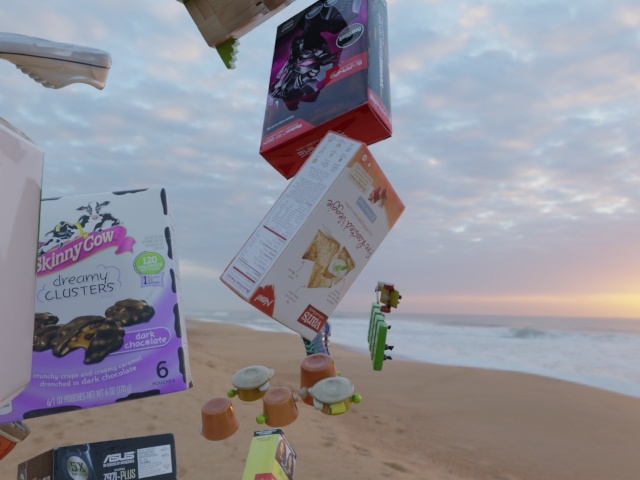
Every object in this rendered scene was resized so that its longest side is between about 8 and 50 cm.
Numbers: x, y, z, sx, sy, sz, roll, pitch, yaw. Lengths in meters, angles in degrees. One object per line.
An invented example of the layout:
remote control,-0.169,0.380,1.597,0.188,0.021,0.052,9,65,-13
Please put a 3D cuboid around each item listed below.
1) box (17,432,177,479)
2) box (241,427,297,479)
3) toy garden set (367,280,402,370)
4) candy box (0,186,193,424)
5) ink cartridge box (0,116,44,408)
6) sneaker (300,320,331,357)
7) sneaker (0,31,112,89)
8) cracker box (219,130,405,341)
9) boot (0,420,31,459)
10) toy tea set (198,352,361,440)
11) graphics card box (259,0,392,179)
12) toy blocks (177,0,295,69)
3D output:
box,-0.333,0.350,0.740,0.180,0.077,0.147,12,-34,-44
box,-0.094,0.434,0.813,0.058,0.087,0.232,-14,28,15
toy garden set,0.163,0.194,1.260,0.049,0.203,0.244,7,7,1
candy box,-0.218,0.057,0.470,0.165,0.196,0.070,-8,-12,-12
ink cartridge box,-0.279,0.010,0.253,0.219,0.160,0.092,3,-2,-12
sneaker,-0.025,0.287,1.314,0.083,0.223,0.098,-33,-57,23
sneaker,-0.542,-0.345,0.968,0.258,0.091,0.094,-5,28,-42
cracker box,0.000,0.000,0.638,0.067,0.232,0.156,31,-8,39
boot,-0.420,0.213,0.555,0.059,0.084,0.158,15,-33,46
toy tea set,-0.086,0.353,1.049,0.336,0.124,0.200,-9,17,-4
graphics card box,0.014,-0.317,0.937,0.233,0.371,0.094,-18,-38,32
toy blocks,-0.189,-0.595,1.013,0.261,0.381,0.191,-29,12,13
